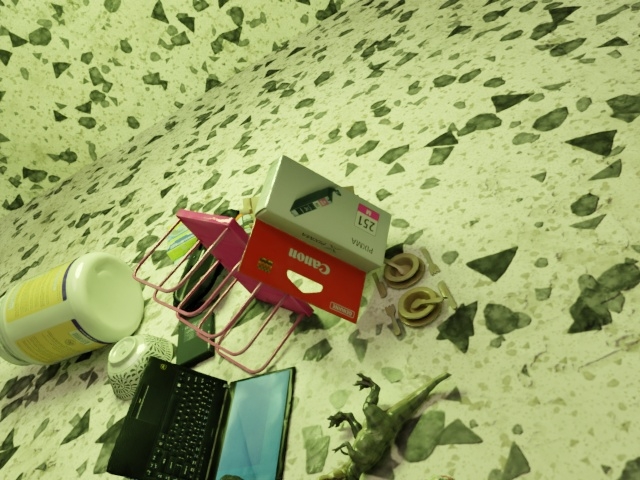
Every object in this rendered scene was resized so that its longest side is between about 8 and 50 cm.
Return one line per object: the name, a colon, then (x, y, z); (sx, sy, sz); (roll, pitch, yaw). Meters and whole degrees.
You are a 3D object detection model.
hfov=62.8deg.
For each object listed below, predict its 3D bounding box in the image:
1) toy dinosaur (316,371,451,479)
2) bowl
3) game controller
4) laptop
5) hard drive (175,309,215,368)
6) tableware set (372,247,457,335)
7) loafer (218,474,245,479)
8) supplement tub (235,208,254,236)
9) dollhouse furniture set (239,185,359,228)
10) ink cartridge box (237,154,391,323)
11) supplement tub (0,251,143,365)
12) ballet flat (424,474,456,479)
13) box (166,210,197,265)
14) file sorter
toy dinosaur: (0.080, 0.284, 0.833); (0.268, 0.064, 0.118); (-42, 42, -17)
bowl: (-0.439, 0.277, 1.227); (0.170, 0.080, 0.170); (-20, 37, 16)
game controller: (-0.297, 0.046, 1.391); (0.167, 0.067, 0.319); (-27, 34, 30)
laptop: (-0.202, 0.315, 0.944); (0.136, 0.265, 0.234); (-56, 18, 37)
hard drive: (-0.289, 0.230, 1.215); (0.094, 0.022, 0.135); (-27, 35, 8)
tableware set: (0.172, 0.085, 1.015); (0.128, 0.039, 0.194); (-27, 35, 8)
loafer: (-0.174, 0.468, 0.790); (0.078, 0.076, 0.223); (-4, 51, 51)
supplement tub: (-0.170, -0.012, 1.345); (0.106, 0.106, 0.197); (-27, 35, 8)
dollhouse furniture set: (-0.089, -0.025, 1.242); (0.304, 0.173, 0.356); (-10, 6, -35)
ink cartridge box: (0.000, 0.000, 1.014); (0.060, 0.275, 0.238); (-30, 40, 52)
supplement tub: (-0.665, 0.187, 1.374); (0.332, 0.241, 0.241); (-20, 37, 18)
ballet flat: (0.117, 0.408, 0.649); (0.241, 0.091, 0.077); (-53, 9, -33)
box: (-0.408, -0.010, 1.584); (0.109, 0.042, 0.178); (-30, 34, 5)
file sorter: (-0.200, 0.107, 1.063); (0.202, 0.290, 0.182); (11, 57, 47)
